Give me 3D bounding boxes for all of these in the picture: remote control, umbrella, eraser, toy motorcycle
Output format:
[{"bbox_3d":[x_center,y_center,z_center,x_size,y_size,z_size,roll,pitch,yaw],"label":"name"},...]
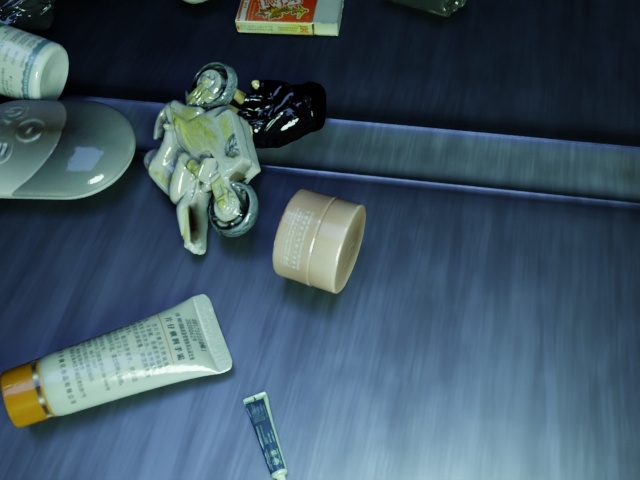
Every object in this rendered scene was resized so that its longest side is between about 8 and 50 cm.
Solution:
[{"bbox_3d":[-0.509,-0.171,1.142,0.332,0.103,0.221,2,61,2],"label":"remote control"},{"bbox_3d":[-0.709,-0.435,1.337,0.118,0.118,0.340,25,70,17],"label":"umbrella"},{"bbox_3d":[-0.065,-0.532,1.401,0.230,0.038,0.157,4,57,6],"label":"eraser"},{"bbox_3d":[-0.218,-0.143,1.088,0.223,0.108,0.340,-23,67,20],"label":"toy motorcycle"}]

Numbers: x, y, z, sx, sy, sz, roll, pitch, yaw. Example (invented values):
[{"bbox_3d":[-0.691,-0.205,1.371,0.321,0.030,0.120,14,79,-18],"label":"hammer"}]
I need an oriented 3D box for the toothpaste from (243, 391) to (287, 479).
[{"bbox_3d":[-0.074,0.283,0.876,0.037,0.021,0.139,-19,56,-9],"label":"toothpaste"}]

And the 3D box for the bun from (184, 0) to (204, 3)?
[{"bbox_3d":[-0.267,-0.598,1.423,0.138,0.094,0.138,-26,43,27],"label":"bun"}]

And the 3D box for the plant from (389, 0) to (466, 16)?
[{"bbox_3d":[0.221,-0.612,1.383,0.164,0.141,0.256,-41,68,-20],"label":"plant"}]

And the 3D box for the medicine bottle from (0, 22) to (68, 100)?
[{"bbox_3d":[-0.641,-0.364,1.223,0.237,0.139,0.139,21,58,-4],"label":"medicine bottle"}]

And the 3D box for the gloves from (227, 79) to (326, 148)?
[{"bbox_3d":[-0.103,-0.238,1.164,0.204,0.124,0.164,-6,44,19],"label":"gloves"}]

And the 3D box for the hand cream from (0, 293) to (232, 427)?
[{"bbox_3d":[-0.300,0.175,0.918,0.314,0.089,0.139,-16,59,-13],"label":"hand cream"}]

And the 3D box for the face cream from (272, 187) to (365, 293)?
[{"bbox_3d":[0.000,0.000,0.981,0.104,0.149,0.149,17,59,14],"label":"face cream"}]
